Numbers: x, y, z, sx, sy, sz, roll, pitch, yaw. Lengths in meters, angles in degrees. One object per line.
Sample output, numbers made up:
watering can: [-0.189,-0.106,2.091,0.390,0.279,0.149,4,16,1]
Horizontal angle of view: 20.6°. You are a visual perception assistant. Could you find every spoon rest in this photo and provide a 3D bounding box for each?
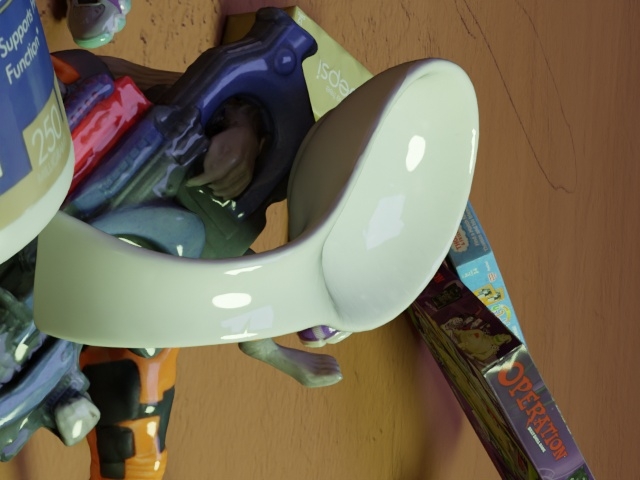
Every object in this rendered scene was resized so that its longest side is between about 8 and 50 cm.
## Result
spoon rest: [-0.003,-0.005,0.804,0.276,0.084,0.137,-21,126,-48]

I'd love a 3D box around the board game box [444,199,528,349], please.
board game box: [0.131,0.012,1.578,0.211,0.039,0.160,62,5,-54]

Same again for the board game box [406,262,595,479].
board game box: [0.175,0.171,1.531,0.056,0.208,0.347,-36,124,-9]

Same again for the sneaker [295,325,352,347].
sneaker: [0.000,0.000,1.320,0.071,0.068,0.170,41,45,-47]

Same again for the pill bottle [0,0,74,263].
pill bottle: [-0.189,-0.117,0.627,0.153,0.153,0.265,-61,148,-49]

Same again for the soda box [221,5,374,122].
soda box: [0.001,-0.094,1.230,0.181,0.058,0.061,37,57,-51]

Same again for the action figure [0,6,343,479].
action figure: [-0.137,0.044,0.875,0.341,0.178,0.330,-44,132,-26]

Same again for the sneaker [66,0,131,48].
sneaker: [-0.129,-0.159,0.957,0.069,0.038,0.098,58,31,-55]
